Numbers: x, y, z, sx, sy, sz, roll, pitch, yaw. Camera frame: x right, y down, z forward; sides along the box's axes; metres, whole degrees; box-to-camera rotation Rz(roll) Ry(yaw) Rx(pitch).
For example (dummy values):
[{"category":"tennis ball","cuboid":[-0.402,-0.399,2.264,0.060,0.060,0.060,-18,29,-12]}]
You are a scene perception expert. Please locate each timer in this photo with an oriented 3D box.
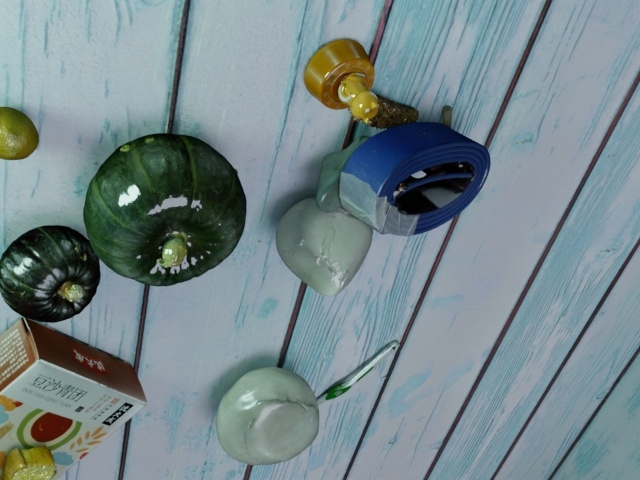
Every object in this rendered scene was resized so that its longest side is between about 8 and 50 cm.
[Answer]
[{"category":"timer","cuboid":[0.060,-0.274,1.708,0.132,0.152,0.132,-20,142,-17]}]

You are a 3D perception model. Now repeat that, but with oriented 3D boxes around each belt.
[{"category":"belt","cuboid":[0.198,-0.129,1.925,0.347,0.117,0.212,-16,130,-40]}]

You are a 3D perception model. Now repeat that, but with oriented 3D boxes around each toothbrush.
[{"category":"toothbrush","cuboid":[0.054,0.411,2.597,0.418,0.040,0.042,-41,142,3]}]

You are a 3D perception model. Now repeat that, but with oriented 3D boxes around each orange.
[{"category":"orange","cuboid":[-0.491,-0.168,1.475,0.095,0.085,0.085,20,119,-45]}]

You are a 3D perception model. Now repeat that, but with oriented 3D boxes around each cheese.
[{"category":"cheese","cuboid":[0.000,0.000,1.953,0.189,0.198,0.154,41,144,-19]}]

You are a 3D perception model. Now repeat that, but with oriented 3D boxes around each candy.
[{"category":"candy","cuboid":[-0.140,0.441,2.357,0.295,0.185,0.296,-12,124,-18]}]

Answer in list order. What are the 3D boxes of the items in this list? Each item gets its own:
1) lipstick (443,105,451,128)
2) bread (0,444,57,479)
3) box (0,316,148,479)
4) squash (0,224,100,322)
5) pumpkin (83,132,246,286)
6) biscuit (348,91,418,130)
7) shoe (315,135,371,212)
[{"category":"lipstick","cuboid":[0.273,-0.252,2.009,0.019,0.019,0.094,-24,143,-13]},{"category":"bread","cuboid":[-0.618,0.502,1.958,0.103,0.065,0.187,-10,137,-32]},{"category":"box","cuboid":[-0.625,0.372,1.960,0.385,0.122,0.344,-39,144,8]},{"category":"squash","cuboid":[-0.489,0.063,1.687,0.193,0.156,0.193,-35,168,-8]},{"category":"pumpkin","cuboid":[-0.277,-0.048,1.670,0.300,0.207,0.300,-13,138,-12]},{"category":"biscuit","cuboid":[0.129,-0.253,1.864,0.064,0.034,0.199,-48,150,23]},{"category":"shoe","cuboid":[0.039,-0.143,1.911,0.195,0.078,0.079,-50,146,-19]}]
